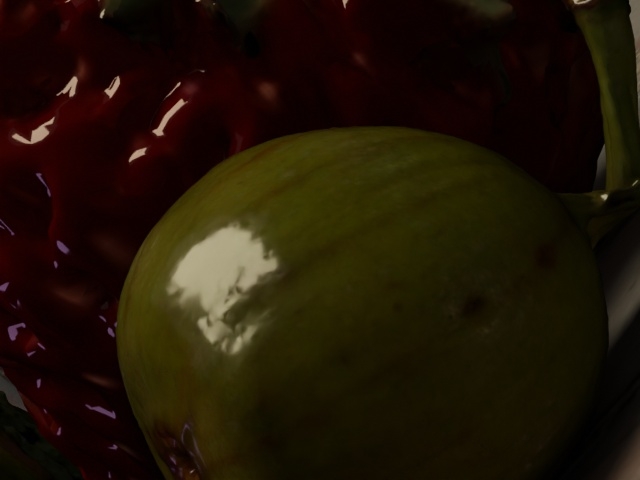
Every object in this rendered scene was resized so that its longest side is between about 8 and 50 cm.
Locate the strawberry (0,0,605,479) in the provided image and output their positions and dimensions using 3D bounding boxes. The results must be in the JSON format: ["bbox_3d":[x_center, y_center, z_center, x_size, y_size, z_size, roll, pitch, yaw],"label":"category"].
[{"bbox_3d":[-0.038,-0.029,0.809,0.345,0.295,0.317,101,-165,-47],"label":"strawberry"}]

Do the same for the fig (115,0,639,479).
[{"bbox_3d":[0.027,0.025,0.590,0.186,0.148,0.142,-17,-17,-36],"label":"fig"}]

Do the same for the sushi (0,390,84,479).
[{"bbox_3d":[-0.261,0.190,1.189,0.178,0.294,0.352,-54,1,7],"label":"sushi"}]
